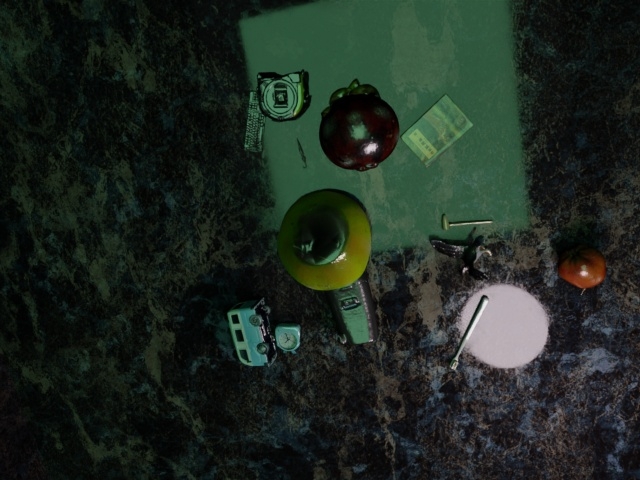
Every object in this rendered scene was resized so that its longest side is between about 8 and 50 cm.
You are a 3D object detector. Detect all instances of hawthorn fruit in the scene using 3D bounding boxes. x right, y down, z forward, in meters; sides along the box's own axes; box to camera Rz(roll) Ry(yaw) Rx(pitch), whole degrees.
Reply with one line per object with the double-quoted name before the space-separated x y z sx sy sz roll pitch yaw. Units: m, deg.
"hawthorn fruit" 0.998 0.117 1.823 0.162 0.163 0.203 -38 113 15

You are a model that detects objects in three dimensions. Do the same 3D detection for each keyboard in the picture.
"keyboard" -0.253 -0.462 1.884 0.072 0.023 0.232 9 106 2

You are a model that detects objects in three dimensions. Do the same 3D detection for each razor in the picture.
"razor" 0.124 0.267 1.982 0.188 0.107 0.327 -13 97 10

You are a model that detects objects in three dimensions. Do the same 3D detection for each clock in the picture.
"clock" -0.138 0.432 2.094 0.107 0.045 0.147 0 106 8

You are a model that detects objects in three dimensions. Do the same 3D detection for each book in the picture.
"book" 0.434 -0.410 1.811 0.228 0.024 0.160 -42 99 14

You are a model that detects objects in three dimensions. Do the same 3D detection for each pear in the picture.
"pear" 0.003 0.001 1.845 0.397 0.165 0.400 0 89 12

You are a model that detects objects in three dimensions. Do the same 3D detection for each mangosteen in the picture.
"mangosteen" 0.135 -0.399 1.725 0.310 0.311 0.312 2 105 7

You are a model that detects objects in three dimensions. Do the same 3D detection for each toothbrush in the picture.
"toothbrush" 0.612 0.384 1.995 0.025 0.030 0.343 20 104 -3

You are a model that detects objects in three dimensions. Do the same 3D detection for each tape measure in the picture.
"tape measure" -0.140 -0.535 1.802 0.198 0.112 0.186 -4 108 3

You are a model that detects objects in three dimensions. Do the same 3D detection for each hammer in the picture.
"hammer" 0.573 -0.078 1.885 0.194 0.028 0.060 -4 98 5

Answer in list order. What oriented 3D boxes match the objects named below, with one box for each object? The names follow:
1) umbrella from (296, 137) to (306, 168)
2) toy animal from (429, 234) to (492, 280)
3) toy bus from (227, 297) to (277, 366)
"umbrella" -0.073 -0.343 1.898 0.022 0.013 0.122 -5 106 31
"toy animal" 0.588 0.079 1.873 0.160 0.272 0.197 -38 136 -2
"toy bus" -0.292 0.397 2.060 0.164 0.133 0.272 -9 101 14
